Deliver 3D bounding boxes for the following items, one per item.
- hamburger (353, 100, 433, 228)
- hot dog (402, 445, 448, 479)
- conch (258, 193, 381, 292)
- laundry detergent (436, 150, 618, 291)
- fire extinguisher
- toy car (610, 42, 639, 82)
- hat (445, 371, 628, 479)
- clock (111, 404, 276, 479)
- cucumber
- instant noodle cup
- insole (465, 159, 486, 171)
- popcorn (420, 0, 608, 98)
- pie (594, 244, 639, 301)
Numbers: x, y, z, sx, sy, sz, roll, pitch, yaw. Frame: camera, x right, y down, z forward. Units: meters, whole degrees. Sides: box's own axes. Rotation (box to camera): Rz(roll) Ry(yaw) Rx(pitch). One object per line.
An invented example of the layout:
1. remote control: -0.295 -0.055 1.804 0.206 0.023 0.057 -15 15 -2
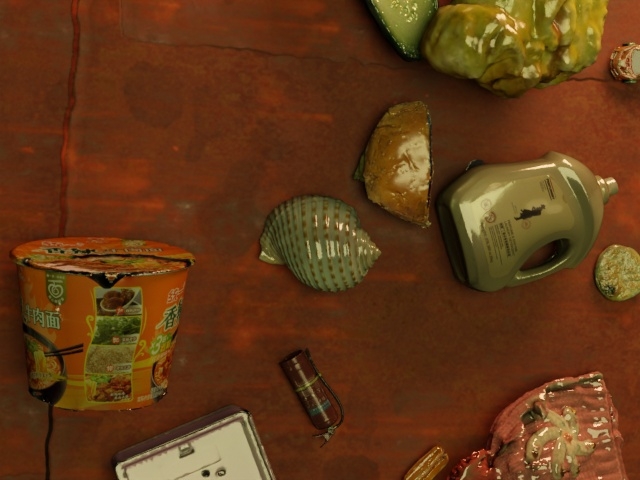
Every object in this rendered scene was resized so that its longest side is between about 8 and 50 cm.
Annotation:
1. hamburger: 0.102 -0.102 1.834 0.102 0.087 0.176 -2 94 -17
2. hot dog: 0.145 0.323 1.888 0.083 0.021 0.037 -41 111 -12
3. conch: 0.004 -0.001 1.806 0.153 0.102 0.135 13 73 -14
4. laundry detergent: 0.299 -0.035 1.881 0.253 0.091 0.181 -18 98 -12
5. fire extinguisher: -0.009 0.213 1.836 0.056 0.039 0.132 -29 98 -4
6. toy car: 0.481 -0.261 1.959 0.122 0.035 0.059 -5 96 -17
7. hat: 0.310 0.319 1.887 0.286 0.107 0.236 -8 83 -19
8. clock: -0.162 0.318 1.777 0.193 0.073 0.144 -21 97 -13
9. cucumber: 0.090 -0.356 1.837 0.115 0.063 0.243 -21 96 -23
10. instant noodle cup: -0.275 0.102 1.678 0.230 0.230 0.182 2 100 -15
11. insole: 0.263 -0.069 1.920 0.135 0.002 0.045 34 82 -13
12. popcorn: 0.279 -0.302 1.826 0.225 0.174 0.286 42 71 -29
13. pie: 0.436 0.046 1.962 0.085 0.017 0.085 0 92 -14
